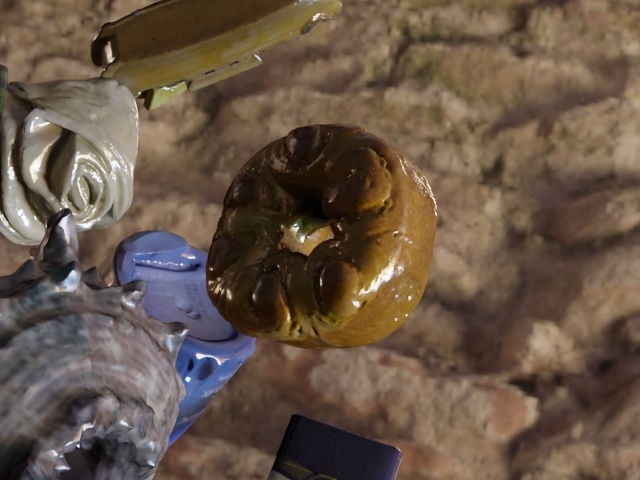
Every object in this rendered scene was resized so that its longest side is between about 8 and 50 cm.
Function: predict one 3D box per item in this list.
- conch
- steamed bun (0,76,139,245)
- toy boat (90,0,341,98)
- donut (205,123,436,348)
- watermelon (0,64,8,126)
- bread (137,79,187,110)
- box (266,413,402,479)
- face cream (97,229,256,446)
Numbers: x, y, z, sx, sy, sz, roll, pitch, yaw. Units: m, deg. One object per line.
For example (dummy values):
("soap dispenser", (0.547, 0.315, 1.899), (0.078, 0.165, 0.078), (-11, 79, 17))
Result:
("conch", (-0.192, 0.137, 0.768), (0.186, 0.313, 0.240), (11, 152, 14))
("steamed bun", (-0.306, -0.075, 1.530), (0.218, 0.211, 0.144), (0, -148, -30))
("toy boat", (-0.128, -0.251, 1.631), (0.321, 0.089, 0.121), (-20, 157, -3))
("donut", (0.001, -0.002, 1.201), (0.226, 0.226, 0.114), (19, 172, 46))
("watermelon", (-0.384, -0.113, 1.320), (0.193, 0.145, 0.137), (32, -164, 18))
("bread", (-0.270, -0.286, 2.165), (0.117, 0.064, 0.156), (48, -124, 5))
("box", (-0.005, 0.377, 1.779), (0.168, 0.259, 0.071), (17, 150, 7))
("face cream", (-0.242, 0.143, 1.873), (0.249, 0.225, 0.249), (30, -149, -20))
